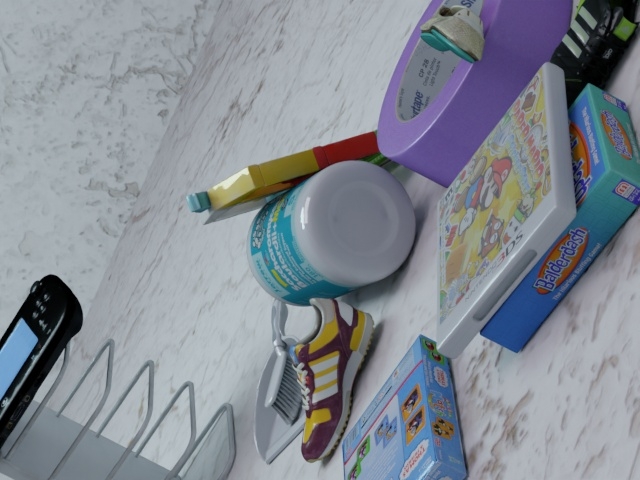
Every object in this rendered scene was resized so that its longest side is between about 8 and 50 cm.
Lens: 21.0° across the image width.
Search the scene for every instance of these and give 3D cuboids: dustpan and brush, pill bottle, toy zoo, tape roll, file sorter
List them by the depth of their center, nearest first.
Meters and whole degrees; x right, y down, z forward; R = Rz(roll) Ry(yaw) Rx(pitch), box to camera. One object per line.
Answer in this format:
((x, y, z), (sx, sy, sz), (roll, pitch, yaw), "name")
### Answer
((0.172, -0.199, 1.965), (0.275, 0.090, 0.275), (-54, 19, 29), "tape roll")
((0.000, 0.000, 2.091), (0.264, 0.146, 0.146), (-28, 39, 65), "pill bottle")
((-0.045, 0.153, 2.147), (0.147, 0.060, 0.211), (-49, 21, 41), "dustpan and brush")
((-0.032, -0.080, 2.153), (0.192, 0.293, 0.030), (-30, 79, 63), "toy zoo")
((-0.268, 0.257, 2.314), (0.173, 0.277, 0.193), (-54, 18, 17), "file sorter")

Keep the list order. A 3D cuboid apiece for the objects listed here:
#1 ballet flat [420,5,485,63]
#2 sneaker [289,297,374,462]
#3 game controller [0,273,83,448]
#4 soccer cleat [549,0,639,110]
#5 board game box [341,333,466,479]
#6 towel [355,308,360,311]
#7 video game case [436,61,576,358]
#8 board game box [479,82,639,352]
((0.144, -0.227, 1.837), (0.052, 0.057, 0.168), (-53, 17, 3), "ballet flat")
((-0.005, 0.157, 1.961), (0.069, 0.084, 0.185), (-19, 52, 67), "sneaker")
((-0.412, 0.193, 2.241), (0.319, 0.067, 0.166), (-58, 17, 1), "game controller")
((0.272, -0.191, 1.698), (0.072, 0.060, 0.179), (-10, 54, 55), "soccer cleat")
((0.078, 0.214, 1.701), (0.160, 0.039, 0.211), (-56, 17, 25), "board game box")
((0.030, 0.124, 2.048), (0.060, 0.009, 0.083), (-54, 18, 28), "towel")
((0.170, -0.031, 1.634), (0.206, 0.026, 0.227), (-54, 19, 36), "video game case")
((0.218, -0.022, 1.612), (0.210, 0.047, 0.160), (-55, 18, 28), "board game box")
